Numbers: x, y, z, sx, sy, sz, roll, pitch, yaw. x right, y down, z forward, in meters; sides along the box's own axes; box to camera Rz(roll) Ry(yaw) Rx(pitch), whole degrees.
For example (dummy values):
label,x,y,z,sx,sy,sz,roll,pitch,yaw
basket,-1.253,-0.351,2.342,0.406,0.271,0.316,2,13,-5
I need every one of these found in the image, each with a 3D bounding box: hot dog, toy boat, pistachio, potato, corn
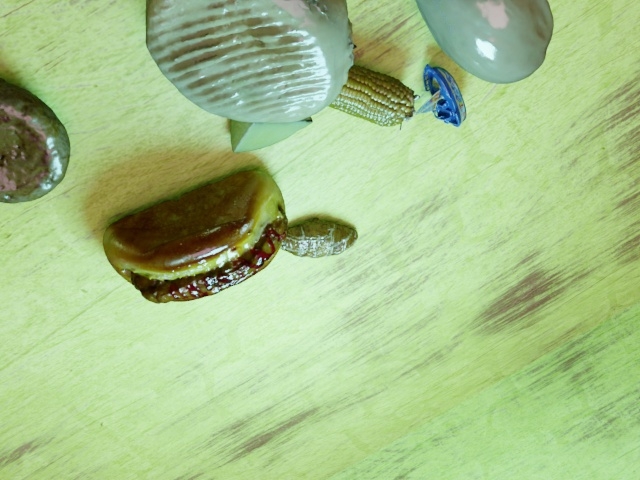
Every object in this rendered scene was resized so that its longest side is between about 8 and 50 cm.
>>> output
label,x,y,z,sx,sy,sz,roll,pitch,yaw
hot dog,-0.253,0.010,1.200,0.405,0.223,0.185,-22,132,-5
toy boat,0.255,-0.310,1.235,0.110,0.091,0.175,-40,131,-10
pistachio,0.314,-0.441,1.085,0.332,0.208,0.226,29,157,-32
potato,-0.114,-0.248,1.157,0.149,0.081,0.120,-11,166,-37
corn,0.057,-0.309,1.141,0.305,0.106,0.106,10,124,-25

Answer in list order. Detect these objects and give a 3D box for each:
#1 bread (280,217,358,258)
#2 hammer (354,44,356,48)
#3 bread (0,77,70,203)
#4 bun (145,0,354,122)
label,x,y,z,sx,sy,sz,roll,pitch,yaw
bread,0.000,0.000,1.408,0.233,0.076,0.105,-3,132,-24
hammer,0.031,-0.451,1.066,0.062,0.013,0.199,-19,135,-8
bread,-0.558,-0.176,0.968,0.230,0.123,0.230,-9,129,-11
bun,-0.117,-0.355,0.922,0.362,0.234,0.326,33,131,-33
